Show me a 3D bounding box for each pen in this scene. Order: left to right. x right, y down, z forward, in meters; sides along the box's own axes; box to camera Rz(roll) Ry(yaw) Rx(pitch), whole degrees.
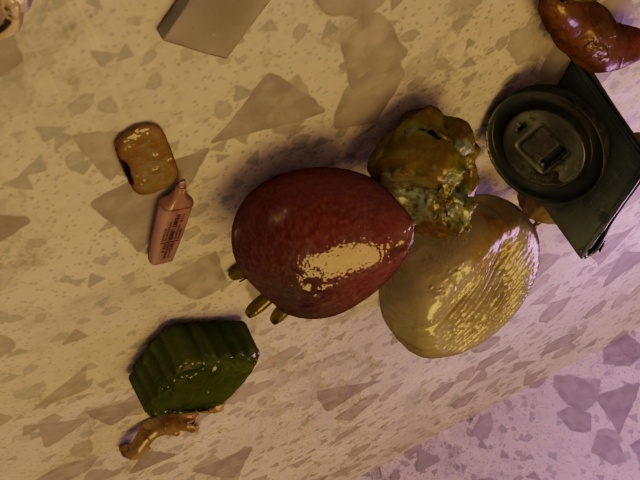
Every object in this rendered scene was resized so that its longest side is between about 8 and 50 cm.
[{"bbox_3d":[-0.225,-0.029,1.317,0.053,0.032,0.197,-13,149,-28],"label":"pen"}]

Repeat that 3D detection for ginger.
[{"bbox_3d":[-0.324,0.403,1.892,0.288,0.075,0.089,-36,111,14],"label":"ginger"}]

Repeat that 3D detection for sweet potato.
[{"bbox_3d":[0.436,-0.324,1.394,0.354,0.095,0.106,3,142,-44],"label":"sweet potato"}]

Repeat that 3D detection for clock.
[{"bbox_3d":[0.389,-0.165,1.494,0.042,0.215,0.215,-42,164,-39],"label":"clock"}]

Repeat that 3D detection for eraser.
[{"bbox_3d":[-0.109,-0.283,1.017,0.103,0.023,0.150,6,136,-48],"label":"eraser"}]

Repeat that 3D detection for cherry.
[{"bbox_3d":[0.000,0.000,1.355,0.307,0.221,0.261,-18,145,19],"label":"cherry"}]

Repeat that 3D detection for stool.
[{"bbox_3d":[-0.081,0.075,1.543,0.110,0.135,0.134,-35,107,16],"label":"stool"}]

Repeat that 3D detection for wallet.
[{"bbox_3d":[0.470,-0.140,1.568,0.054,0.251,0.290,-13,150,-21],"label":"wallet"}]

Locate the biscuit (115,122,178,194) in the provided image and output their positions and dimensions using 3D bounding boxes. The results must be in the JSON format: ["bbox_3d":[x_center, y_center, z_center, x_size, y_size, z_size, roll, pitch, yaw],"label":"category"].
[{"bbox_3d":[-0.236,-0.108,1.190,0.071,0.018,0.147,-27,151,-11],"label":"biscuit"}]

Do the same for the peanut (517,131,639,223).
[{"bbox_3d":[0.546,-0.127,1.789,0.298,0.120,0.136,-31,134,-1],"label":"peanut"}]

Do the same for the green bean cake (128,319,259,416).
[{"bbox_3d":[-0.238,0.243,1.665,0.214,0.113,0.200,-1,141,-42],"label":"green bean cake"}]

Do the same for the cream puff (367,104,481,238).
[{"bbox_3d":[0.175,-0.119,1.411,0.194,0.195,0.221,-24,141,-11],"label":"cream puff"}]

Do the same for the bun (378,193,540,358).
[{"bbox_3d":[0.262,0.063,1.735,0.365,0.219,0.365,-28,140,-26],"label":"bun"}]

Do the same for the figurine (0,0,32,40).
[{"bbox_3d":[-0.328,-0.257,0.761,0.162,0.141,0.237,19,134,-20],"label":"figurine"}]

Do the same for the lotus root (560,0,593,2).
[{"bbox_3d":[0.390,-0.433,1.125,0.154,0.154,0.278,2,134,-45],"label":"lotus root"}]

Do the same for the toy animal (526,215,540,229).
[{"bbox_3d":[0.556,-0.105,1.917,0.275,0.054,0.149,-31,155,0],"label":"toy animal"}]
